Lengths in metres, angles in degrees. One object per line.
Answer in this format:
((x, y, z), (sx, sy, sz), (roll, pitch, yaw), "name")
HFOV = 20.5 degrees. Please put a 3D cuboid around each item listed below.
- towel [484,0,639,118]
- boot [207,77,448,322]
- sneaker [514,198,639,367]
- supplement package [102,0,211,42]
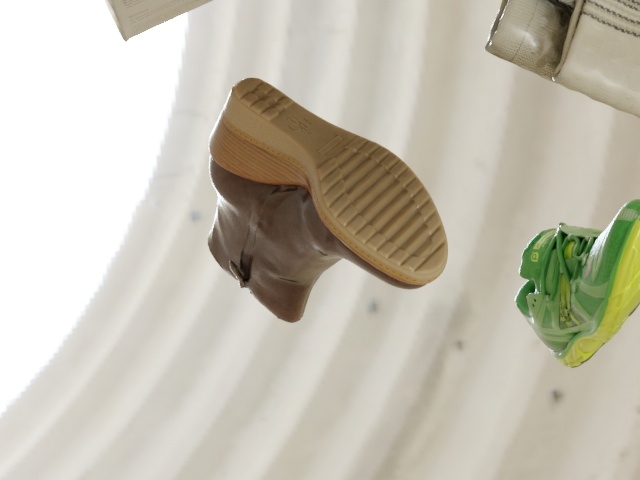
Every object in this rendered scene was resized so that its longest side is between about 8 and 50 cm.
((0.296, -0.200, 1.126), (0.056, 0.324, 0.312), (116, -4, -82), "towel")
((0.000, 0.000, 1.456), (0.248, 0.090, 0.207), (43, -33, 25), "boot")
((0.258, 0.037, 1.759), (0.123, 0.109, 0.295), (38, -26, 7), "sneaker")
((-0.120, -0.305, 1.442), (0.149, 0.194, 0.203), (61, -7, 23), "supplement package")
